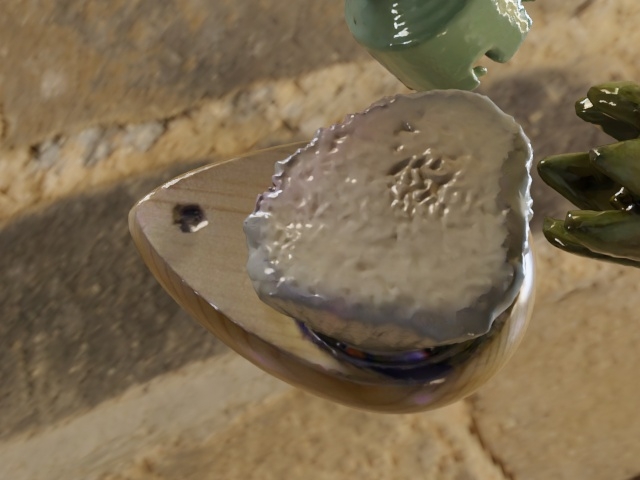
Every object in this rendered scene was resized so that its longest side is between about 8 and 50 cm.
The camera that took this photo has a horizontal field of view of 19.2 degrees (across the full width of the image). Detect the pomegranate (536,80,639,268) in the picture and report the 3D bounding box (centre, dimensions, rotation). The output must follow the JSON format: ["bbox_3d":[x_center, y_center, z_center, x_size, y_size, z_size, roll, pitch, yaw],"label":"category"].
[{"bbox_3d":[0.290,0.000,1.024,0.358,0.216,0.310,14,-89,-3],"label":"pomegranate"}]

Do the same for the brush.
[{"bbox_3d":[0.000,0.000,1.146,0.266,0.166,0.174,8,-108,12],"label":"brush"}]

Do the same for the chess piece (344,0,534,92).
[{"bbox_3d":[0.019,-0.219,1.220,0.299,0.194,0.194,41,-119,-41],"label":"chess piece"}]
